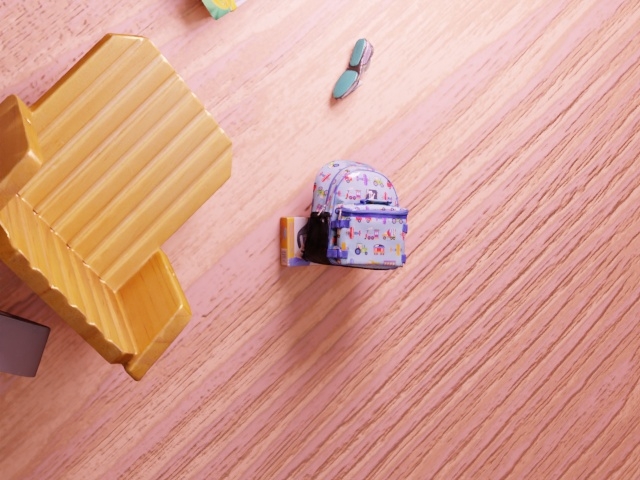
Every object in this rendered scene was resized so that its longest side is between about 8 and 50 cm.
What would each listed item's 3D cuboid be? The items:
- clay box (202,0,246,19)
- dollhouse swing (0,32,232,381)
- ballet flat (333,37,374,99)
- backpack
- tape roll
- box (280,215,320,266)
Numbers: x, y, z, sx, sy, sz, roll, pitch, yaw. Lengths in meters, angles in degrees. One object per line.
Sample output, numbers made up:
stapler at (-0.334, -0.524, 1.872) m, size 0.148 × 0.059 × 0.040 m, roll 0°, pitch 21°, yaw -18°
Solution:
clay box at (-0.120, -0.448, 1.903) m, size 0.222 × 0.053 × 0.127 m, roll -40°, pitch 111°, yaw -19°
dollhouse swing at (-0.265, -0.066, 1.696) m, size 0.305 × 0.315 × 0.347 m, roll -37°, pitch 123°, yaw 1°
ballet flat at (0.059, -0.275, 2.022) m, size 0.041 × 0.041 × 0.114 m, roll 29°, pitch 81°, yaw -27°
backpack at (0.063, -0.042, 1.967) m, size 0.158 × 0.117 × 0.173 m, roll 8°, pitch 86°, yaw -30°
tape roll at (-0.478, 0.119, 1.653) m, size 0.219 × 0.219 × 0.072 m, roll 20°, pitch 83°, yaw -28°
box at (0.000, 0.000, 2.015) m, size 0.136 × 0.028 × 0.081 m, roll -2°, pitch 94°, yaw -27°
